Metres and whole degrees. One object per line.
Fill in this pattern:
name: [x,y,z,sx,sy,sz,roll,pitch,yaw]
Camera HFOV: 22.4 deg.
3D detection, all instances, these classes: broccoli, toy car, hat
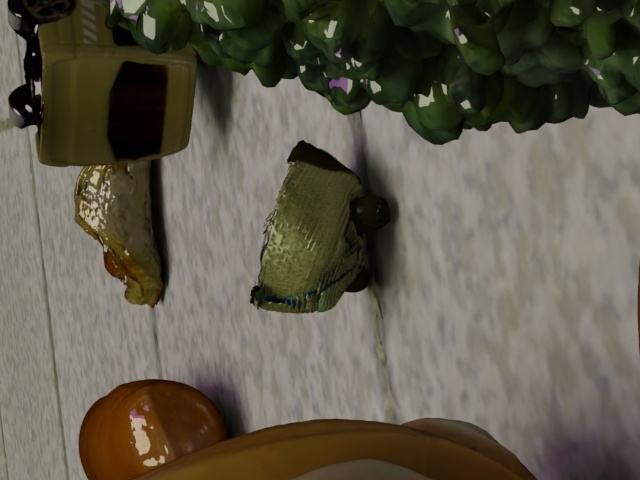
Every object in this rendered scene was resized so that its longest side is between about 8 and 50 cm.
broccoli: [0.023,-0.165,0.457,0.246,0.288,0.248,-63,-10,24]
toy car: [-0.150,-0.162,1.082,0.257,0.124,0.101,-103,18,-46]
hat: [0.000,0.000,0.801,0.076,0.059,0.077,-64,-6,-57]

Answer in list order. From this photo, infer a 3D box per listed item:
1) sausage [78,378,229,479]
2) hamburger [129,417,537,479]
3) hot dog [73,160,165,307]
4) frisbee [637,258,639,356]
sausage: [-0.123,0.147,1.159,0.238,0.098,0.098,151,110,-72]
hamburger: [0.002,0.187,0.577,0.237,0.276,0.276,-112,21,-66]
hot dog: [-0.157,-0.028,1.234,0.078,0.061,0.169,-156,61,-70]
frisbee: [0.156,0.063,0.352,0.251,0.021,0.251,45,148,40]
